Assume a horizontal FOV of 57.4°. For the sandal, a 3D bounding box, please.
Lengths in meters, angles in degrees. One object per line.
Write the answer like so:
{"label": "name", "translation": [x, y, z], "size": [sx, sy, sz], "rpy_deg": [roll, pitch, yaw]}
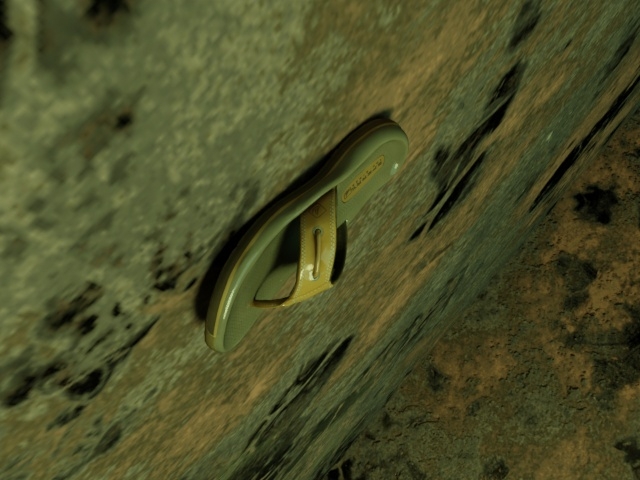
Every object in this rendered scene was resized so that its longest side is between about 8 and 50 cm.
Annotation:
{"label": "sandal", "translation": [0.000, 0.000, 0.351], "size": [0.180, 0.049, 0.072], "rpy_deg": [-45, 159, -13]}
